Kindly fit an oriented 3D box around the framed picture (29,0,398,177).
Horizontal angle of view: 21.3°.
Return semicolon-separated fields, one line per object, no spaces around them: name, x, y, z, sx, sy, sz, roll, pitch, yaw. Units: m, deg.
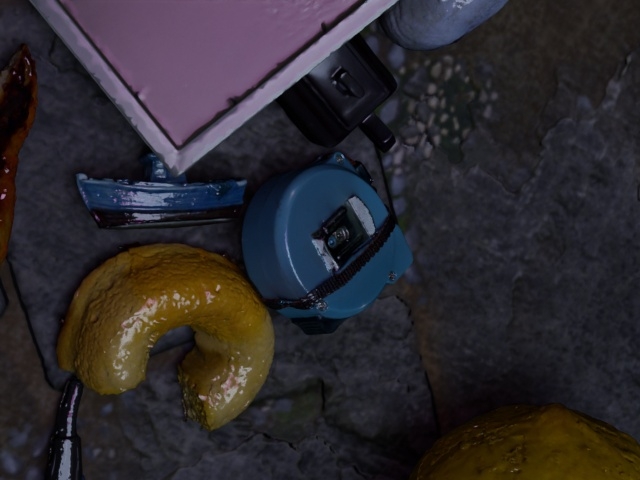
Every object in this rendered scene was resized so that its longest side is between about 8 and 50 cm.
framed picture;-0.066;-0.225;1.266;0.296;0.019;0.232;-38;96;1

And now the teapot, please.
teapot;0.007;-0.133;1.341;0.087;0.096;0.177;-44;119;-5

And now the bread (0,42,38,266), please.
bread;-0.296;-0.028;1.258;0.139;0.095;0.269;18;85;-29

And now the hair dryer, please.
hair dryer;-0.183;0.217;1.403;0.195;0.075;0.219;-8;103;-31

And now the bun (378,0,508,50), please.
bun;0.096;-0.215;1.331;0.141;0.141;0.083;-45;117;-4

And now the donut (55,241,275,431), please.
donut;-0.112;0.076;1.373;0.181;0.078;0.146;28;96;-30

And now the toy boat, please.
toy boat;-0.125;-0.041;1.340;0.137;0.060;0.061;-5;84;-21

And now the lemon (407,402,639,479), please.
lemon;0.188;0.288;1.468;0.258;0.258;0.310;-13;105;-19

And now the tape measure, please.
tape measure;0.000;0.000;1.382;0.146;0.081;0.125;-43;112;-35
